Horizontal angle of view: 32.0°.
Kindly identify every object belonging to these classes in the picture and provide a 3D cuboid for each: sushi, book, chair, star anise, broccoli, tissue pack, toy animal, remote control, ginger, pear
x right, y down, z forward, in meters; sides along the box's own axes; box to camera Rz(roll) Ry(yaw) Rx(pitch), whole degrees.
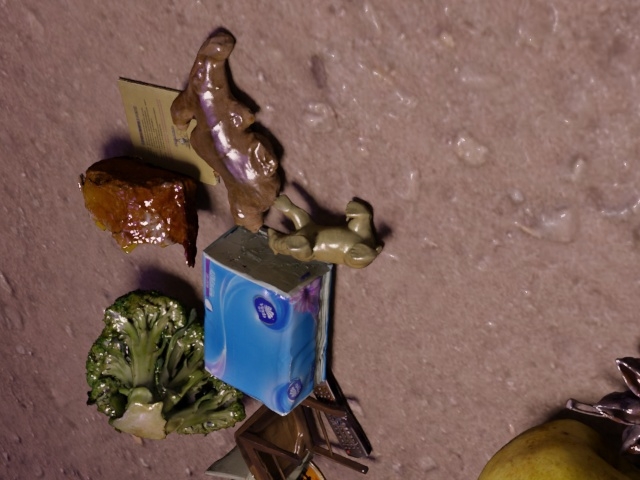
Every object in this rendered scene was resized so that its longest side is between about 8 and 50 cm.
[{"bbox_3d":[-0.306,-0.053,1.934,0.296,0.167,0.179,14,120,25],"label":"sushi"},{"bbox_3d":[-0.258,-0.184,1.894,0.192,0.013,0.168,17,131,32],"label":"book"},{"bbox_3d":[-0.087,0.373,2.060,0.319,0.160,0.186,13,134,42],"label":"chair"},{"bbox_3d":[0.474,0.231,1.529,0.262,0.081,0.230,4,124,27],"label":"star anise"},{"bbox_3d":[-0.289,0.249,2.071,0.321,0.283,0.304,9,117,2],"label":"broccoli"},{"bbox_3d":[-0.094,0.130,1.888,0.198,0.146,0.263,25,130,26],"label":"tissue pack"},{"bbox_3d":[0.000,0.000,1.750,0.218,0.103,0.101,5,152,19],"label":"toy animal"},{"bbox_3d":[0.029,0.307,2.025,0.059,0.028,0.212,-10,114,41],"label":"remote control"},{"bbox_3d":[-0.150,-0.155,1.772,0.166,0.080,0.333,-11,117,31],"label":"ginger"},{"bbox_3d":[0.353,0.424,1.609,0.304,0.304,0.304,23,134,26],"label":"pear"}]

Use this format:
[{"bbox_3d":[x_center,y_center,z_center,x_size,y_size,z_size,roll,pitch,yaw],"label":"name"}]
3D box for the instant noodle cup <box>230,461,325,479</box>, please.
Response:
[{"bbox_3d":[-0.106,0.530,2.208,0.215,0.172,0.216,22,133,26],"label":"instant noodle cup"}]
